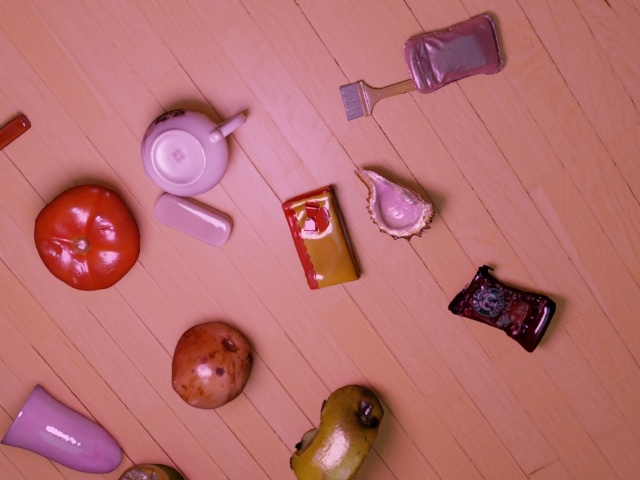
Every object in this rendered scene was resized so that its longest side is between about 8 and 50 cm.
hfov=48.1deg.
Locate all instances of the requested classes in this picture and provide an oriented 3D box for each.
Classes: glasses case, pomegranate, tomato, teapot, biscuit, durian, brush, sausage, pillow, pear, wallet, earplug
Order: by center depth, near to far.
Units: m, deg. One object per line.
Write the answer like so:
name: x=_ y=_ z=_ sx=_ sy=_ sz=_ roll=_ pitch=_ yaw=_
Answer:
pillow: x=0.297 y=-0.417 z=1.610 sx=0.211 sy=0.034 sz=0.135 roll=-15 pitch=107 yaw=8
brush: x=0.152 y=-0.343 z=1.658 sx=0.205 sy=0.011 sz=0.083 roll=-14 pitch=104 yaw=8
teapot: x=-0.303 y=-0.210 z=1.671 sx=0.298 sy=0.139 sz=0.204 roll=-23 pitch=102 yaw=13
durian: x=0.169 y=-0.097 z=1.703 sx=0.224 sy=0.078 sz=0.140 roll=44 pitch=118 yaw=2
tomato: x=-0.551 y=-0.010 z=1.727 sx=0.260 sy=0.180 sz=0.259 roll=0 pitch=108 yaw=2
sausage: x=-0.762 y=-0.257 z=1.740 sx=0.131 sy=0.039 sz=0.041 roll=-32 pitch=110 yaw=14
wallet: x=0.000 y=0.000 z=1.748 sx=0.141 sy=0.067 sz=0.241 roll=-16 pitch=106 yaw=11
glasses case: x=-0.312 y=-0.053 z=1.762 sx=0.196 sy=0.050 sz=0.083 roll=26 pitch=110 yaw=-4
biscuit: x=0.450 y=0.163 z=1.763 sx=0.235 sy=0.063 sz=0.151 roll=25 pitch=107 yaw=-1
pomegranate: x=-0.281 y=0.317 z=1.799 sx=0.215 sy=0.215 sz=0.215 roll=1 pitch=107 yaw=4
pear: x=0.049 y=0.495 z=1.807 sx=0.164 sy=0.238 sz=0.255 roll=29 pitch=109 yaw=1
earplug: x=-0.674 y=0.535 z=1.924 sx=0.301 sy=0.172 sz=0.172 roll=33 pitch=107 yaw=-12
pomegranate: x=-0.485 y=0.730 z=1.933 sx=0.341 sy=0.260 sz=0.260 roll=-1 pitch=110 yaw=37
